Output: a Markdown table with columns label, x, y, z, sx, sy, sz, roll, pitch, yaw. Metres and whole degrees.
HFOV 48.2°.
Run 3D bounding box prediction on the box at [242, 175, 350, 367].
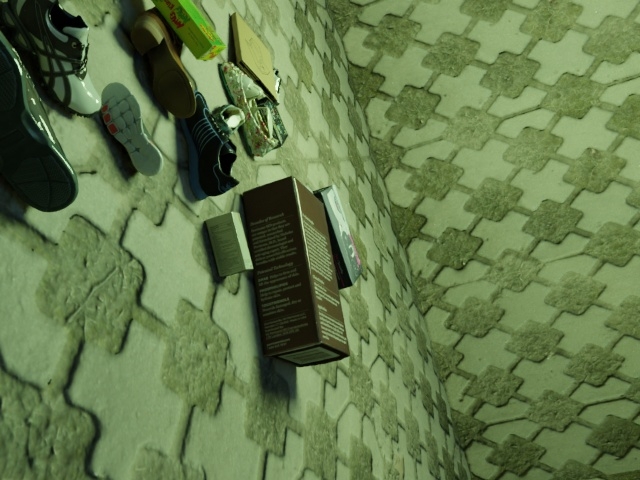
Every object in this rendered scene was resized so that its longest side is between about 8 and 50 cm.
| label | x | y | z | sx | sy | sz | roll | pitch | yaw |
| --- | --- | --- | --- | --- | --- | --- | --- | --- | --- |
| box | -0.055 | 0.073 | 1.583 | 0.191 | 0.143 | 0.382 | 39 | 39 | -62 |

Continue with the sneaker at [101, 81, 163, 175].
| label | x | y | z | sx | sy | sz | roll | pitch | yaw |
| --- | --- | --- | --- | --- | --- | --- | --- | --- | --- |
| sneaker | -0.308 | -0.178 | 1.156 | 0.065 | 0.061 | 0.158 | -141 | -152 | -69 |

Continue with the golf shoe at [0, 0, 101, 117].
| label | x | y | z | sx | sy | sz | roll | pitch | yaw |
| --- | --- | --- | --- | --- | --- | --- | --- | --- | --- |
| golf shoe | -0.350 | -0.256 | 0.992 | 0.198 | 0.093 | 0.077 | 60 | 20 | -44 |

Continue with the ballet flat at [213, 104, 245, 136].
| label | x | y | z | sx | sy | sz | roll | pitch | yaw |
| --- | --- | --- | --- | --- | --- | --- | --- | --- | --- |
| ballet flat | -0.197 | -0.258 | 1.556 | 0.188 | 0.070 | 0.070 | -73 | 143 | -63 |

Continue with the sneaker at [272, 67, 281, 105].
| label | x | y | z | sx | sy | sz | roll | pitch | yaw |
| --- | --- | --- | --- | --- | --- | --- | --- | --- | --- |
| sneaker | -0.128 | -0.430 | 1.993 | 0.040 | 0.043 | 0.109 | -1 | 77 | -76 |

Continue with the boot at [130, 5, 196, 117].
| label | x | y | z | sx | sy | sz | roll | pitch | yaw |
| --- | --- | --- | --- | --- | --- | --- | --- | --- | --- |
| boot | -0.280 | -0.343 | 1.352 | 0.152 | 0.072 | 0.197 | -88 | 159 | -57 |

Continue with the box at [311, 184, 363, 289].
| label | x | y | z | sx | sy | sz | roll | pitch | yaw |
| --- | --- | --- | --- | --- | --- | --- | --- | --- | --- |
| box | 0.000 | 0.000 | 1.822 | 0.163 | 0.142 | 0.248 | -41 | 114 | -72 |

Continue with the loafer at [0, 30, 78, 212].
| label | x | y | z | sx | sy | sz | roll | pitch | yaw |
| --- | --- | --- | --- | --- | --- | --- | --- | --- | --- |
| loafer | -0.376 | -0.157 | 0.851 | 0.084 | 0.096 | 0.268 | -118 | -173 | -56 |

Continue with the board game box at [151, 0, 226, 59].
| label | x | y | z | sx | sy | sz | roll | pitch | yaw |
| --- | --- | --- | --- | --- | --- | --- | --- | --- | --- |
| board game box | -0.261 | -0.428 | 1.357 | 0.181 | 0.043 | 0.092 | 52 | 16 | -5 |

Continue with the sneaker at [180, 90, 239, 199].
| label | x | y | z | sx | sy | sz | roll | pitch | yaw |
| --- | --- | --- | --- | --- | --- | --- | --- | --- | --- |
| sneaker | -0.212 | -0.195 | 1.395 | 0.081 | 0.090 | 0.233 | 31 | 45 | -67 |

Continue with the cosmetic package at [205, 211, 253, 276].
| label | x | y | z | sx | sy | sz | roll | pitch | yaw |
| --- | --- | --- | --- | --- | --- | --- | --- | --- | --- |
| cosmetic package | -0.175 | 0.008 | 1.378 | 0.041 | 0.060 | 0.115 | 4 | 72 | -74 |

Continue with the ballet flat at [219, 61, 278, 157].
| label | x | y | z | sx | sy | sz | roll | pitch | yaw |
| --- | --- | --- | --- | --- | --- | --- | --- | --- | --- |
| ballet flat | -0.163 | -0.318 | 1.706 | 0.091 | 0.077 | 0.241 | -52 | 123 | -70 |

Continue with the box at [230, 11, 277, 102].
| label | x | y | z | sx | sy | sz | roll | pitch | yaw |
| --- | --- | --- | --- | --- | --- | --- | --- | --- | --- |
| box | -0.171 | -0.474 | 1.859 | 0.164 | 0.021 | 0.201 | 43 | 28 | -47 |

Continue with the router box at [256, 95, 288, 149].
| label | x | y | z | sx | sy | sz | roll | pitch | yaw |
| --- | --- | --- | --- | --- | --- | --- | --- | --- | --- |
| router box | -0.130 | -0.308 | 1.872 | 0.092 | 0.038 | 0.123 | -74 | 144 | -63 |
